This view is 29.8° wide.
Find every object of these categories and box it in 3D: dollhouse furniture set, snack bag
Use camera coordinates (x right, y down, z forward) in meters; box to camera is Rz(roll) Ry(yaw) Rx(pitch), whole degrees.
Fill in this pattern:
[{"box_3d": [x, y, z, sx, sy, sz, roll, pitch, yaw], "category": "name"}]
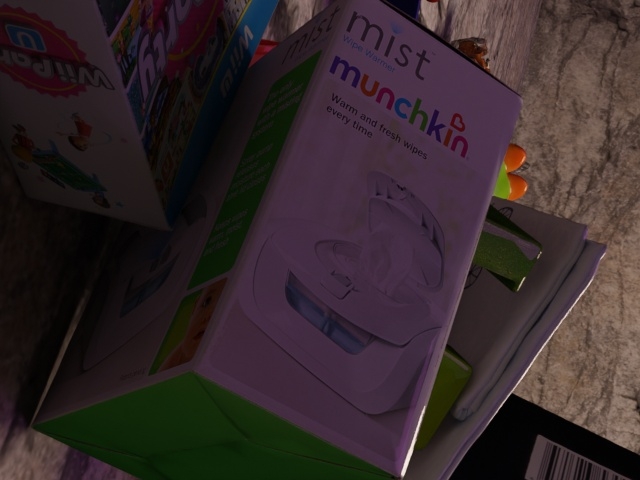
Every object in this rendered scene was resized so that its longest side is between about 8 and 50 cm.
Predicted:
[{"box_3d": [0.000, 0.000, 0.965, 0.151, 0.301, 0.198, 21, 105, -36], "category": "dollhouse furniture set"}, {"box_3d": [0.073, 0.107, 1.053, 0.343, 0.037, 0.323, -55, -161, 0], "category": "snack bag"}]

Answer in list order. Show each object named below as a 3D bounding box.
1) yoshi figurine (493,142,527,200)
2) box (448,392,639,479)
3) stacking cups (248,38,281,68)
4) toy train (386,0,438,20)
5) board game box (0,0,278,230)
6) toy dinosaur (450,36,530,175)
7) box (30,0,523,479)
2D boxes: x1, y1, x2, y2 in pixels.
[{"box_3d": [0.120, -0.030, 1.577, 0.203, 0.203, 0.362, -4, 128, -35], "category": "yoshi figurine"}, {"box_3d": [0.219, 0.473, 1.432, 0.472, 0.479, 0.297, -68, 170, 22], "category": "box"}, {"box_3d": [-0.068, 0.006, 0.914, 0.096, 0.096, 0.316, -30, 129, -72], "category": "stacking cups"}, {"box_3d": [0.058, -0.183, 1.259, 0.143, 0.105, 0.248, -76, 176, -84], "category": "toy train"}, {"box_3d": [-0.102, -0.185, 0.591, 0.303, 0.097, 0.224, 82, 24, -57], "category": "board game box"}, {"box_3d": [0.198, -0.169, 1.809, 0.322, 0.164, 0.218, -48, 137, -29], "category": "toy dinosaur"}, {"box_3d": [-0.030, 0.019, 0.697, 0.262, 0.126, 0.231, -24, -139, 58], "category": "box"}]
